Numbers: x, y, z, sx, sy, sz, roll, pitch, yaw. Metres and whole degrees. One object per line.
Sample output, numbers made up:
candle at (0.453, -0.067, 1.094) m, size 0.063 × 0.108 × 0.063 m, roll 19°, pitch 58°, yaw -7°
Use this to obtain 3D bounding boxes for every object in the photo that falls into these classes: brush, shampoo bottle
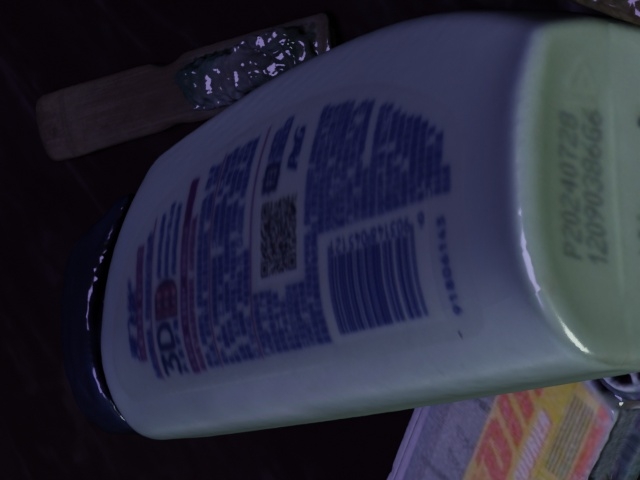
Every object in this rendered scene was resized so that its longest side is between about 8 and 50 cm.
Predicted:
brush at (-0.069, -0.065, 0.834) m, size 0.190 × 0.027 × 0.034 m, roll -10°, pitch 93°, yaw 41°
shampoo bottle at (0.000, 0.000, 0.698) m, size 0.359 × 0.078 × 0.134 m, roll -17°, pitch 73°, yaw 59°

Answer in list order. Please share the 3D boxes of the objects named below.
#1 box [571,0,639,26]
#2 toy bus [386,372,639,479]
box at (0.094, -0.183, 0.594) m, size 0.273 × 0.143 × 0.184 m, roll 24°, pitch 116°, yaw 32°
toy bus at (0.095, 0.063, 0.696) m, size 0.106 × 0.092 × 0.268 m, roll 40°, pitch 124°, yaw 35°
